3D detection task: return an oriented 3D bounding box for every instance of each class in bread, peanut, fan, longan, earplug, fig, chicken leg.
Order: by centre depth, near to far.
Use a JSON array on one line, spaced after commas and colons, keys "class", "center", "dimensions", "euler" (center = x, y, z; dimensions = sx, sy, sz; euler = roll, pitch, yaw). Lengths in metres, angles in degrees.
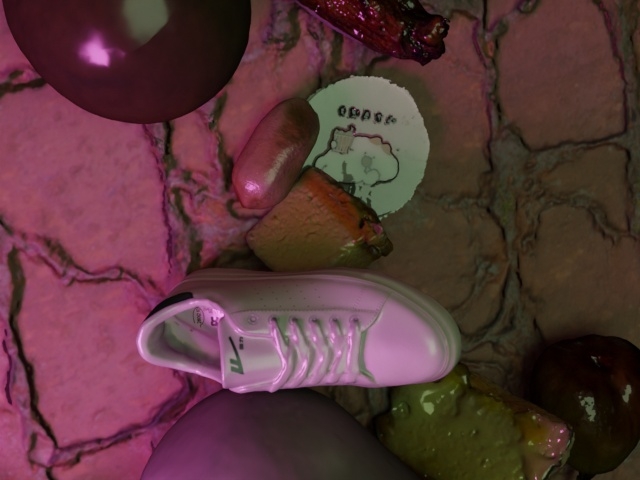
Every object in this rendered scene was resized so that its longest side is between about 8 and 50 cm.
[{"class": "longan", "center": [-0.200, -0.251, 1.094], "dimensions": [0.258, 0.258, 0.258], "euler": [-3, 99, -19]}, {"class": "chicken leg", "center": [-0.009, -0.317, 1.188], "dimensions": [0.407, 0.158, 0.096], "euler": [28, 105, -36]}, {"class": "earplug", "center": [-0.021, 0.349, 1.210], "dimensions": [0.312, 0.312, 0.394], "euler": [-45, 108, -8]}, {"class": "peanut", "center": [-0.055, -0.105, 1.255], "dimensions": [0.076, 0.076, 0.152], "euler": [31, 90, -21]}, {"class": "bread", "center": [0.000, 0.000, 1.290], "dimensions": [0.147, 0.127, 0.152], "euler": [-42, 72, -1]}, {"class": "fan", "center": [0.035, -0.049, 1.326], "dimensions": [0.190, 0.009, 0.329], "euler": [9, 97, -15]}, {"class": "bread", "center": [0.208, 0.263, 1.375], "dimensions": [0.174, 0.251, 0.133], "euler": [-65, 154, -2]}, {"class": "fig", "center": [0.370, 0.268, 1.436], "dimensions": [0.170, 0.145, 0.274], "euler": [-6, 114, -17]}]

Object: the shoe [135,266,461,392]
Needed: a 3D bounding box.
[{"class": "shoe", "center": [-0.034, 0.109, 1.147], "dimensions": [0.362, 0.160, 0.132], "euler": [6, 109, 21]}]
